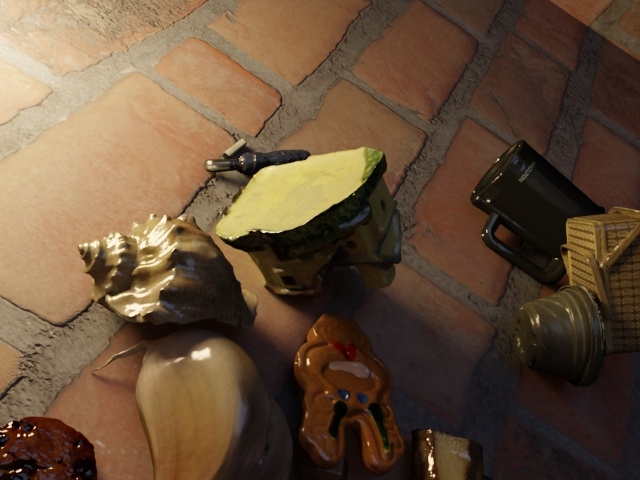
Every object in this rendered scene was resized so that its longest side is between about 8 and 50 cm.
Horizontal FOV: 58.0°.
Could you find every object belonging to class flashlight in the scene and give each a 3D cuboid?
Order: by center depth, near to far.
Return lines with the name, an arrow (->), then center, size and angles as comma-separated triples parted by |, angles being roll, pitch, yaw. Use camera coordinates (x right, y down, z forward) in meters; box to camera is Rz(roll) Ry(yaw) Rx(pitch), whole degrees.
flashlight -> -0.204, -0.208, 1.340 | 0.018, 0.018, 0.083 | 39, 49, 3

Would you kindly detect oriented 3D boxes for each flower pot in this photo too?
flower pot -> 0.518, 0.212, 1.286 | 0.141, 0.235, 0.235 | -2, 55, 0

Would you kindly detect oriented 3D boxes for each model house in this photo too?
model house -> 0.000, 0.000, 1.114 | 0.266, 0.321, 0.261 | 61, 40, -32

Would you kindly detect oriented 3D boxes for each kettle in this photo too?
kettle -> 0.565, -0.076, 1.502 | 0.308, 0.203, 0.262 | 39, 47, 0

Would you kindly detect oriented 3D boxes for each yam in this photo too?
yam -> 0.216, 0.456, 1.007 | 0.128, 0.129, 0.238 | 49, 40, -36

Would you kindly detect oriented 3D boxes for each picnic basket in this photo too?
picnic basket -> 0.675, 0.085, 1.328 | 0.176, 0.228, 0.312 | -5, 95, 8

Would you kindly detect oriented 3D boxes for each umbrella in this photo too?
umbrella -> -0.139, -0.171, 1.322 | 0.249, 0.071, 0.070 | -10, 62, -27

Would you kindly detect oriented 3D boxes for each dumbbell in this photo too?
dumbbell -> -0.008, 0.452, 0.925 | 0.082, 0.092, 0.230 | 41, 42, -32

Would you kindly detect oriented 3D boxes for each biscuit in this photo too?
biscuit -> -0.416, 0.348, 0.825 | 0.192, 0.049, 0.192 | 14, 54, -21
biscuit -> 0.048, 0.262, 1.053 | 0.202, 0.047, 0.333 | 18, 35, -18

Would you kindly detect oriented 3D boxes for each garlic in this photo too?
garlic -> -0.176, 0.289, 0.929 | 0.246, 0.231, 0.340 | -39, 54, 3

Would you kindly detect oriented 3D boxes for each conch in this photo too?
conch -> -0.245, 0.060, 0.992 | 0.324, 0.186, 0.263 | 6, 21, -28

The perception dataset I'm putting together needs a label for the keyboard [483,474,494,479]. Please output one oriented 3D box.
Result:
keyboard -> 0.297, 0.533, 1.061 | 0.067, 0.011, 0.202 | 30, 49, -3
